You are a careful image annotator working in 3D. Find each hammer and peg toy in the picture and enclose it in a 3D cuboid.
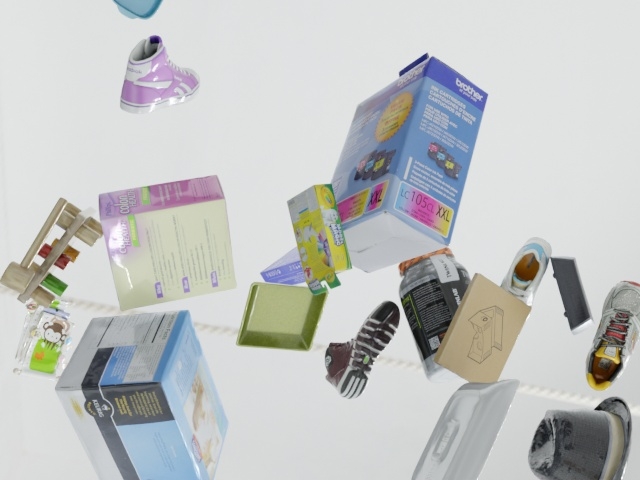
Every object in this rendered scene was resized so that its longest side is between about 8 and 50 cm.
[{"bbox_3d":[-0.636,0.032,1.989,0.266,0.127,0.361,-54,-169,-1],"label":"hammer and peg toy"}]

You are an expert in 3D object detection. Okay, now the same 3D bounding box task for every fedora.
[{"bbox_3d":[0.567,0.471,1.853,0.334,0.152,0.334,24,90,-87],"label":"fedora"}]

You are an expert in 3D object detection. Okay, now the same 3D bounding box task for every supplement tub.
[{"bbox_3d":[0.315,0.187,2.096,0.194,0.193,0.316,109,-33,-63],"label":"supplement tub"}]

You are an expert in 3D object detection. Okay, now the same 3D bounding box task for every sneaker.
[{"bbox_3d":[-0.356,-0.401,1.912,0.282,0.102,0.161,-47,152,-60],"label":"sneaker"},{"bbox_3d":[0.426,0.105,1.779,0.092,0.087,0.229,-26,134,-61],"label":"sneaker"},{"bbox_3d":[0.089,0.269,2.188,0.162,0.106,0.281,21,-101,55],"label":"sneaker"},{"bbox_3d":[0.552,0.182,1.521,0.092,0.088,0.225,-31,135,-62],"label":"sneaker"}]

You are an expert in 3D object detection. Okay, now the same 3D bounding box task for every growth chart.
[{"bbox_3d":[-0.729,0.258,2.184,0.172,0.021,0.238,13,88,-50],"label":"growth chart"}]

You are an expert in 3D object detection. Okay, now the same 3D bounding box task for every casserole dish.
[{"bbox_3d":[-0.396,-0.583,1.839,0.189,0.114,0.037,-63,-158,-4],"label":"casserole dish"}]

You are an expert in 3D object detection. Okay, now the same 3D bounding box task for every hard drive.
[{"bbox_3d":[0.541,0.115,1.763,0.254,0.054,0.172,18,58,-70],"label":"hard drive"}]

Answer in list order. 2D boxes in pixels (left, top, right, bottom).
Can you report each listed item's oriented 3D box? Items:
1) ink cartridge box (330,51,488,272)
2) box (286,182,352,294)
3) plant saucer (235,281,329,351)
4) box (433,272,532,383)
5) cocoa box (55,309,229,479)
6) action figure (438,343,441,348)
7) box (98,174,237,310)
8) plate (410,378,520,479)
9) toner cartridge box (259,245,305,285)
[{"bbox_3d":[0.155,-0.161,1.552,0.270,0.151,0.396,-24,-139,57],"label":"ink cartridge box"},{"bbox_3d":[0.000,0.000,1.438,0.105,0.043,0.179,-25,-106,56],"label":"box"},{"bbox_3d":[-0.094,0.171,1.942,0.045,0.188,0.189,-109,-150,-55],"label":"plant saucer"},{"bbox_3d":[0.331,0.190,1.673,0.021,0.164,0.201,13,-106,61],"label":"box"},{"bbox_3d":[-0.357,0.351,1.722,0.231,0.227,0.347,-80,160,-56],"label":"cocoa box"},{"bbox_3d":[0.316,0.211,1.885,0.115,0.038,0.030,-59,-157,22],"label":"action figure"},{"bbox_3d":[-0.306,0.003,1.659,0.117,0.242,0.214,-118,-160,-57],"label":"box"},{"bbox_3d":[0.237,0.366,1.459,0.278,0.045,0.277,-62,-178,-13],"label":"plate"},{"bbox_3d":[-0.039,0.065,2.517,0.165,0.075,0.347,-35,-172,-29],"label":"toner cartridge box"}]
